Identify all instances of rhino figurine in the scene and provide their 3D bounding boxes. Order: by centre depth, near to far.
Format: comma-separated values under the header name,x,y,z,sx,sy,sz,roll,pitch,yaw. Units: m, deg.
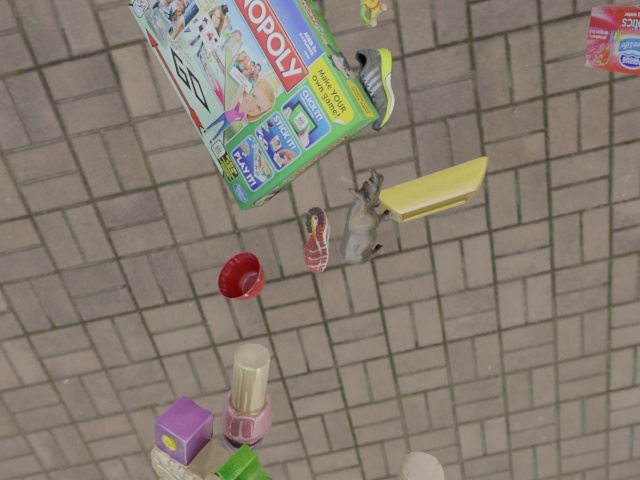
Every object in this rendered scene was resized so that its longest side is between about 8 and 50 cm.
name,x,y,z,sx,sy,sz,roll,pitch,yaw
rhino figurine,0.093,-0.045,1.058,0.106,0.073,0.243,-30,143,-31

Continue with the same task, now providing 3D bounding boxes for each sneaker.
name,x,y,z,sx,sy,sz,roll,pitch,yaw
sneaker,0.170,-0.504,1.717,0.121,0.111,0.300,3,74,-17
sneaker,0.000,0.000,1.747,0.088,0.093,0.225,6,94,20

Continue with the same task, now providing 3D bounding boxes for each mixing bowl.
name,x,y,z,sx,sy,sz,roll,pitch,yaw
mixing bowl,-0.266,0.143,1.841,0.181,0.181,0.098,-32,140,10

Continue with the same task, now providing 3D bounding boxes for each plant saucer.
name,x,y,z,sx,sy,sz,roll,pitch,yaw
plant saucer,0.342,-0.135,1.575,0.333,0.333,0.081,-18,82,9

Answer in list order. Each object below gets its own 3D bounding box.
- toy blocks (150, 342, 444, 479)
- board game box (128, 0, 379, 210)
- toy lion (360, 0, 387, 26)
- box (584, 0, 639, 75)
name,x,y,z,sx,sy,sz,roll,pitch,yaw
toy blocks,-0.079,0.327,0.526,0.289,0.309,0.260,28,128,23
board game box,-0.094,-0.224,0.625,0.213,0.046,0.317,-32,86,37
toy lion,0.163,-0.763,1.673,0.096,0.034,0.100,32,92,-33
box,0.679,-0.405,1.034,0.123,0.257,0.128,-15,120,-16
